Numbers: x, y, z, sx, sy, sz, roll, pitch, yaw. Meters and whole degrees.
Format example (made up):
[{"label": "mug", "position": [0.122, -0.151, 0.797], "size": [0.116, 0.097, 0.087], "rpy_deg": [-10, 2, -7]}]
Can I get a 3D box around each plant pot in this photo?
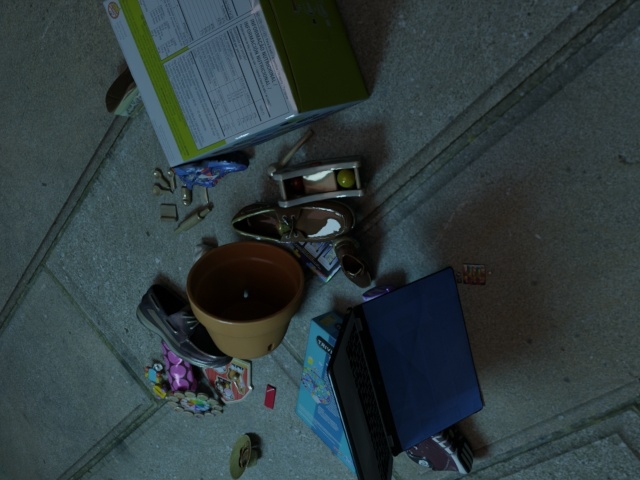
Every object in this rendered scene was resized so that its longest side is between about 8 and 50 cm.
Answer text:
[{"label": "plant pot", "position": [-0.188, 0.169, 1.360], "size": [0.291, 0.291, 0.203], "rpy_deg": [21, 134, 20]}]

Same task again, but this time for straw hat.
[{"label": "straw hat", "position": [-0.236, 0.708, 1.699], "size": [0.061, 0.144, 0.144], "rpy_deg": [22, 128, -28]}]

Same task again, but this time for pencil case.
[{"label": "pencil case", "position": [0.170, 0.209, 1.279], "size": [0.088, 0.086, 0.206], "rpy_deg": [-6, 109, 56]}, {"label": "pencil case", "position": [-0.449, 0.396, 1.681], "size": [0.098, 0.095, 0.209], "rpy_deg": [-2, 111, 11]}]

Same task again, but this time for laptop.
[{"label": "laptop", "position": [0.203, 0.314, 1.083], "size": [0.236, 0.408, 0.381], "rpy_deg": [-13, 103, 15]}]

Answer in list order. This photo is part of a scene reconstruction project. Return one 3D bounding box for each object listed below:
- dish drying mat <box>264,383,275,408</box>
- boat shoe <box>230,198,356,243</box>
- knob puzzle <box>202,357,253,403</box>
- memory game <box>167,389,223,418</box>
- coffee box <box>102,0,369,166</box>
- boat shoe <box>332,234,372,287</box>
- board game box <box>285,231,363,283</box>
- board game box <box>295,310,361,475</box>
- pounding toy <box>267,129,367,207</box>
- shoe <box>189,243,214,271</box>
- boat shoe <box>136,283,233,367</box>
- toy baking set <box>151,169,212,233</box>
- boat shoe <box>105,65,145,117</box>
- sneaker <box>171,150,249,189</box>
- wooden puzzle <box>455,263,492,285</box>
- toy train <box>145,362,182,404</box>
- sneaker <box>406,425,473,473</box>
[{"label": "dish drying mat", "position": [-0.156, 0.481, 1.604], "size": [0.032, 0.008, 0.083], "rpy_deg": [20, 117, 19]}, {"label": "boat shoe", "position": [-0.069, -0.036, 1.244], "size": [0.307, 0.104, 0.110], "rpy_deg": [-2, 106, 27]}, {"label": "knob puzzle", "position": [-0.300, 0.443, 1.653], "size": [0.213, 0.030, 0.213], "rpy_deg": [10, 113, 24]}, {"label": "memory game", "position": [-0.409, 0.537, 1.702], "size": [0.186, 0.012, 0.186], "rpy_deg": [4, 137, 4]}, {"label": "coffee box", "position": [-0.150, -0.381, 1.072], "size": [0.334, 0.338, 0.338], "rpy_deg": [-15, 101, 31]}, {"label": "boat shoe", "position": [0.079, 0.064, 1.245], "size": [0.064, 0.060, 0.178], "rpy_deg": [-23, 134, 10]}, {"label": "board game box", "position": [0.000, 0.000, 1.313], "size": [0.170, 0.048, 0.141], "rpy_deg": [44, 121, 7]}, {"label": "board game box", "position": [0.061, 0.392, 1.356], "size": [0.254, 0.079, 0.336], "rpy_deg": [34, 126, 38]}, {"label": "pounding toy", "position": [-0.028, -0.169, 1.199], "size": [0.270, 0.154, 0.154], "rpy_deg": [-2, 108, 28]}, {"label": "shoe", "position": [-0.348, 0.113, 1.527], "size": [0.058, 0.076, 0.219], "rpy_deg": [20, 109, 24]}, {"label": "boat shoe", "position": [-0.411, 0.255, 1.579], "size": [0.355, 0.132, 0.130], "rpy_deg": [29, 118, 15]}, {"label": "toy baking set", "position": [-0.392, -0.133, 1.478], "size": [0.256, 0.030, 0.196], "rpy_deg": [-23, 97, 32]}, {"label": "boat shoe", "position": [-0.456, -0.428, 1.376], "size": [0.285, 0.089, 0.104], "rpy_deg": [-29, 68, 30]}, {"label": "sneaker", "position": [-0.280, -0.186, 1.377], "size": [0.221, 0.083, 0.087], "rpy_deg": [-4, 125, 26]}, {"label": "wooden puzzle", "position": [0.347, 0.077, 1.183], "size": [0.083, 0.006, 0.049], "rpy_deg": [2, 110, 27]}, {"label": "toy train", "position": [-0.524, 0.483, 1.780], "size": [0.125, 0.046, 0.166], "rpy_deg": [-22, 101, 31]}, {"label": "sneaker", "position": [0.255, 0.486, 1.334], "size": [0.162, 0.106, 0.281], "rpy_deg": [-28, 95, 36]}]
